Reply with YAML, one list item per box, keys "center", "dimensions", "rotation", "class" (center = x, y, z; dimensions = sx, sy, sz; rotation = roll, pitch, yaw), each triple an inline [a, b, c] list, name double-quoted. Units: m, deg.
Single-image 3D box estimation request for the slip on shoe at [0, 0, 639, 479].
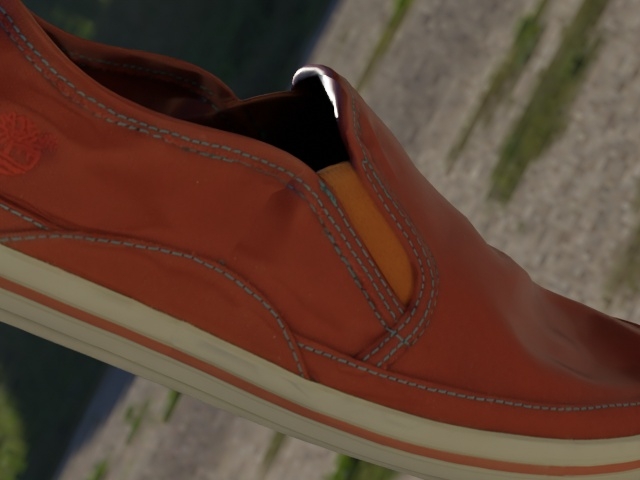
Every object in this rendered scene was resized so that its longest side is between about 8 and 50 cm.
- center: [0.000, 0.000, 0.617]
  dimensions: [0.101, 0.331, 0.123]
  rotation: [-63, 25, 10]
  class: "slip on shoe"
